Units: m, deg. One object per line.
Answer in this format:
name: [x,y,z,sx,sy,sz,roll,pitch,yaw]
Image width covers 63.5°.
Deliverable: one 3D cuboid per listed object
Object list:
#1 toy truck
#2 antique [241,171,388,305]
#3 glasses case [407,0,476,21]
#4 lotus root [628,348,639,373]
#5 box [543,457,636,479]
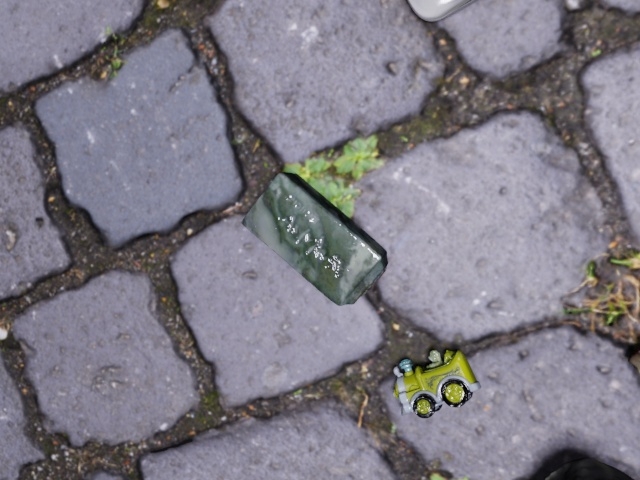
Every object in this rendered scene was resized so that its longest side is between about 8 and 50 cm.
toy truck: [0.146,0.185,0.677,0.111,0.076,0.076,-24,72,15]
antique: [0.000,0.000,0.682,0.183,0.086,0.088,40,102,7]
glasses case: [0.197,-0.343,0.631,0.197,0.049,0.076,-28,86,13]
lotus root: [0.512,0.162,0.564,0.170,0.074,0.261,-44,61,-5]
box: [0.349,0.467,0.616,0.350,0.091,0.359,36,114,6]
